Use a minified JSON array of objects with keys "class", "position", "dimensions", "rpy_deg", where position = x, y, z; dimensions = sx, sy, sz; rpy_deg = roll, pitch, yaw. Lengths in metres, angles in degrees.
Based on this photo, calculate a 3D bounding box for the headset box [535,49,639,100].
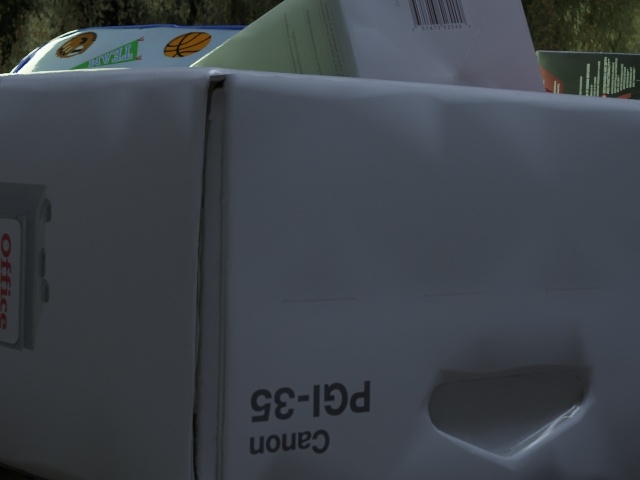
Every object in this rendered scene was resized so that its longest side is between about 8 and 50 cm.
[{"class":"headset box","position":[0.343,-0.094,1.694],"dimensions":[0.293,0.218,0.110],"rpy_deg":[2,2,5]}]

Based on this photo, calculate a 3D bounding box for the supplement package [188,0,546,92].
[{"class":"supplement package","position":[0.007,-0.062,0.947],"dimensions":[0.139,0.133,0.244],"rpy_deg":[-8,-9,-36]}]

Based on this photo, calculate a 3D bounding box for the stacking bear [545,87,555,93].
[{"class":"stacking bear","position":[0.074,-0.049,1.319],"dimensions":[0.164,0.175,0.289],"rpy_deg":[33,28,19]}]

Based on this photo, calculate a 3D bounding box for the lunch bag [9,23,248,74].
[{"class":"lunch bag","position":[-0.146,-0.069,1.199],"dimensions":[0.303,0.115,0.243],"rpy_deg":[2,38,33]}]

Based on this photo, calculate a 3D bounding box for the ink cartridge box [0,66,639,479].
[{"class":"ink cartridge box","position":[-0.035,0.007,0.521],"dimensions":[0.207,0.117,0.283],"rpy_deg":[0,4,-39]}]
